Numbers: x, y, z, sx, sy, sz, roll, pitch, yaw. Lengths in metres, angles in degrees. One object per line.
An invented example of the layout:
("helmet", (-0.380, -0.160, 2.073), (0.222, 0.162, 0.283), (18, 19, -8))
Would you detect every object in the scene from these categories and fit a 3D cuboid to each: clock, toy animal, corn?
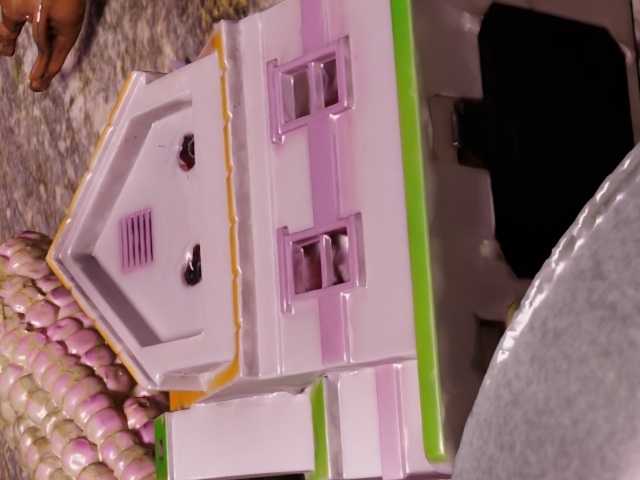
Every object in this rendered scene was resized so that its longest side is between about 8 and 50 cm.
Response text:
("clock", (0.000, 0.000, 0.718), (0.309, 0.166, 0.235), (-15, 75, 48))
("toy animal", (-0.191, -0.252, 1.131), (0.230, 0.066, 0.224), (122, 158, -51))
("corn", (-0.121, 0.123, 0.887), (0.335, 0.126, 0.127), (52, 130, 31))

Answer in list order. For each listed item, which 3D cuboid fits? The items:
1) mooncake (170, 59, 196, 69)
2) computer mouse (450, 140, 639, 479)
("mooncake", (-0.118, 0.059, 0.991), (0.150, 0.057, 0.347), (31, 111, 40))
("computer mouse", (0.150, 0.083, 0.473), (0.203, 0.114, 0.374), (42, 119, 33))
